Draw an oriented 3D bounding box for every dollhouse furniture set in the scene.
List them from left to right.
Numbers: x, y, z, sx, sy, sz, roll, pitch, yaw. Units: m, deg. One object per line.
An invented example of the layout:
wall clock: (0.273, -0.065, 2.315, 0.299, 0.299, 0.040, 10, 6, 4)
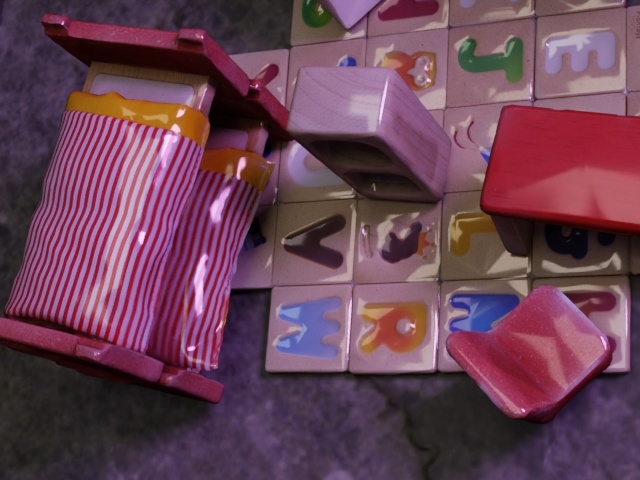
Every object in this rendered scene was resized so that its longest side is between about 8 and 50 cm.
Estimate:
dollhouse furniture set: (0.000, 0.000, 0.706, 0.374, 0.152, 0.201, 8, 77, 26)

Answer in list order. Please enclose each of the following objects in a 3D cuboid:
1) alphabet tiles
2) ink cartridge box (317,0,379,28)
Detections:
alphabet tiles: (0.079, -0.056, 0.783, 0.343, 0.011, 0.285, -3, 72, 23)
ink cartridge box: (-0.006, -0.251, 0.847, 0.115, 0.067, 0.198, -41, 59, 2)
